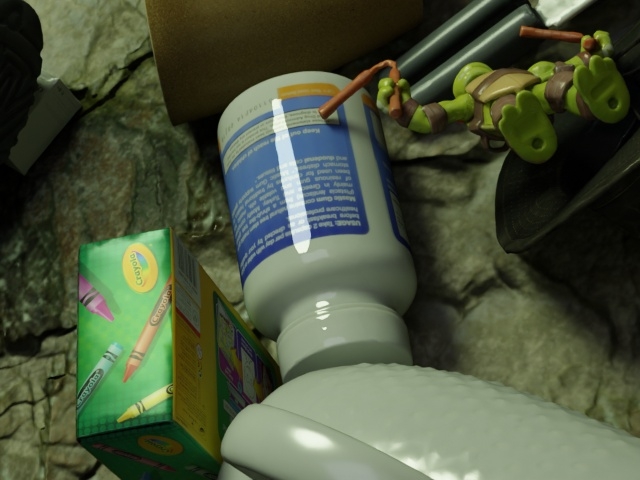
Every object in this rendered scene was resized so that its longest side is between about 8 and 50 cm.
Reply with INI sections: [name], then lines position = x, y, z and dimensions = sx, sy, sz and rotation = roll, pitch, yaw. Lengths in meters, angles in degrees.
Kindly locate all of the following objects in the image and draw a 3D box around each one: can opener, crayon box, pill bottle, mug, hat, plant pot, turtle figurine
[can opener]
position = 0.186, -0.198, 1.495
dimensions = 0.280, 0.093, 0.074
rotation = -34, 54, 10
[crayon box]
position = -0.105, 0.130, 1.294
dimensions = 0.081, 0.278, 0.165
rotation = -12, 59, 13
[pill bottle]
position = 0.000, 0.000, 1.404
dimensions = 0.152, 0.152, 0.272
rotation = -17, 58, 11
[mug]
position = 0.072, 0.212, 1.131
dimensions = 0.328, 0.374, 0.276
rotation = 23, 77, 35
[hat]
position = 0.295, -0.089, 1.345
dimensions = 0.331, 0.134, 0.331
rotation = -48, 14, 16
[plant pot]
position = -0.036, -0.243, 1.529
dimensions = 0.254, 0.237, 0.237
rotation = -8, 59, 0
[turtle figurine]
position = 0.148, -0.114, 1.341
dimensions = 0.270, 0.087, 0.217
rotation = -13, 16, -14

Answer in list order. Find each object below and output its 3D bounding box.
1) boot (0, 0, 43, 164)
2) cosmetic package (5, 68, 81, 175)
[boot]
position = -0.525, -0.144, 1.643
dimensions = 0.445, 0.146, 0.367
rotation = 26, 91, 33
[cosmetic package]
position = -0.372, -0.166, 1.688
dimensions = 0.239, 0.060, 0.099
rotation = 29, 77, 30
